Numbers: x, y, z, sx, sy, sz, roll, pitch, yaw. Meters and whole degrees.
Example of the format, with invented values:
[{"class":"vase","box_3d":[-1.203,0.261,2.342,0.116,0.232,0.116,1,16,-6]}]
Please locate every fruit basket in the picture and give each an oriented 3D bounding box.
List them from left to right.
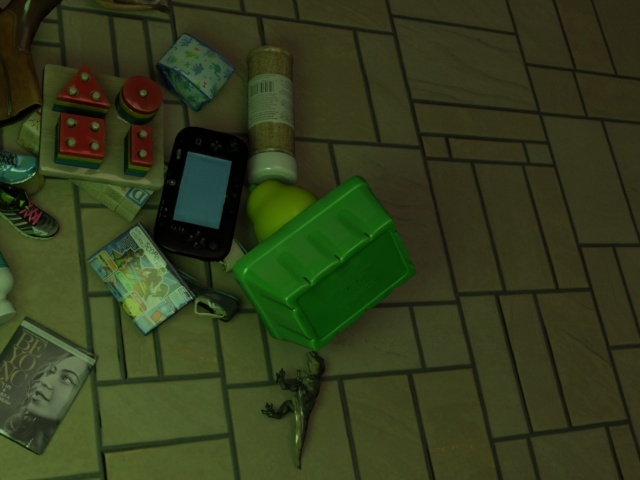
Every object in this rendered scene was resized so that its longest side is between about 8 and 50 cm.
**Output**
[{"class":"fruit basket","box_3d":[-0.025,0.019,1.943,0.392,0.392,0.283,-56,133,-34]}]

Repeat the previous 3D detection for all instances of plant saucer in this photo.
[{"class":"plant saucer","box_3d":[-0.625,-0.125,1.821,0.083,0.015,0.083,12,63,-24]}]

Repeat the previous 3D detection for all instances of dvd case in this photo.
[{"class":"dvd case","box_3d":[-0.556,0.278,1.675,0.165,0.018,0.221,33,56,-12]}]

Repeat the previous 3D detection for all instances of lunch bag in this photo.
[{"class":"lunch bag","box_3d":[-0.305,-0.407,2.076,0.151,0.096,0.128,42,55,-18]}]

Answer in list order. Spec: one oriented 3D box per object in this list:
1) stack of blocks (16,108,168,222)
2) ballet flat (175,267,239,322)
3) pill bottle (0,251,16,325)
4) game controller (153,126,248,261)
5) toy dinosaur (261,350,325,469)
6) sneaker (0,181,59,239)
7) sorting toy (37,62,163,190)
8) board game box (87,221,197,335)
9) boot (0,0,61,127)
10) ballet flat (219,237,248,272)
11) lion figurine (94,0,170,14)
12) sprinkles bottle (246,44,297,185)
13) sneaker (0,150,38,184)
[{"class":"stack of blocks","box_3d":[-0.480,-0.199,1.889,0.297,0.087,0.171,37,55,-9]},{"class":"ballet flat","box_3d":[-0.272,0.121,1.873,0.203,0.074,0.074,28,58,-18]},{"class":"pill bottle","box_3d":[-0.677,0.044,1.635,0.146,0.146,0.264,-27,82,-35]},{"class":"game controller","box_3d":[-0.257,-0.104,1.880,0.167,0.067,0.319,17,60,-17]},{"class":"toy dinosaur","box_3d":[-0.057,0.351,1.894,0.118,0.064,0.268,26,61,-24]},{"class":"sneaker","box_3d":[-0.608,-0.063,1.765,0.170,0.075,0.063,34,56,-12]},{"class":"sorting toy","box_3d":[-0.449,-0.252,1.821,0.257,0.089,0.255,7,65,-26]},{"class":"board game box","box_3d":[-0.373,0.080,1.816,0.136,0.035,0.201,-36,89,-4]},{"class":"boot","box_3d":[-0.615,-0.401,1.808,0.096,0.264,0.280,36,36,-60]},{"class":"ballet flat","box_3d":[-0.256,-0.033,1.949,0.086,0.086,0.248,-34,88,-35]},{"class":"lion figurine","box_3d":[-0.531,-0.686,2.054,0.240,0.142,0.392,-23,85,-27]},{"class":"sprinkles bottle","box_3d":[-0.120,-0.300,2.113,0.121,0.121,0.355,9,64,-25]},{"class":"sneaker","box_3d":[-0.658,-0.157,1.766,0.162,0.073,0.063,-1,65,-17]}]
